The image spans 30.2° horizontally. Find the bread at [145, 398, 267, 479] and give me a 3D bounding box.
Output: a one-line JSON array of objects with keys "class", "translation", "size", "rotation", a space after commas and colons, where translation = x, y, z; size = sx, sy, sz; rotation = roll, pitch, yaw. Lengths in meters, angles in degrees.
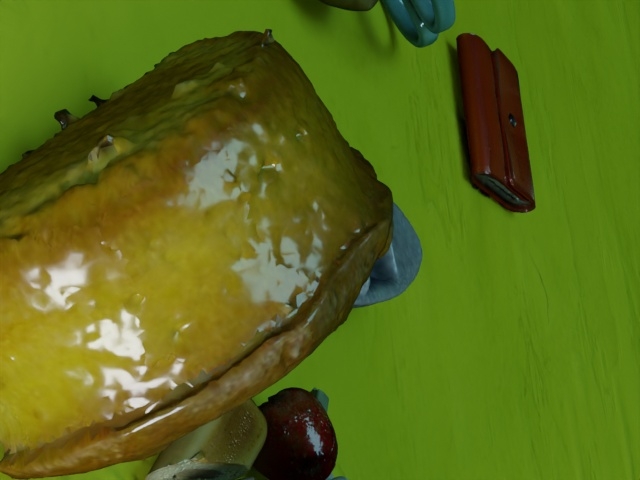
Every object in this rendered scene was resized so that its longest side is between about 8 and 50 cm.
[{"class": "bread", "translation": [-0.079, 0.148, 0.828], "size": [0.062, 0.049, 0.103], "rotation": [52, 35, -17]}]

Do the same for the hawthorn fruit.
[{"class": "hawthorn fruit", "translation": [-0.022, 0.151, 0.898], "size": [0.077, 0.077, 0.077], "rotation": [35, 46, -46]}]

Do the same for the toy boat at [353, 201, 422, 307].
[{"class": "toy boat", "translation": [0.000, 0.000, 1.015], "size": [0.283, 0.078, 0.127], "rotation": [10, 65, -58]}]

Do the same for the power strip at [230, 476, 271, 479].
[{"class": "power strip", "translation": [-0.062, 0.237, 0.779], "size": [0.154, 0.078, 0.154], "rotation": [36, 47, -50]}]

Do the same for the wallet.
[{"class": "wallet", "translation": [0.223, -0.149, 1.501], "size": [0.142, 0.045, 0.204], "rotation": [29, 51, -50]}]

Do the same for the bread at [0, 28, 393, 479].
[{"class": "bread", "translation": [-0.072, -0.011, 0.733], "size": [0.340, 0.179, 0.194], "rotation": [-46, 113, -40]}]

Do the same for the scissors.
[{"class": "scissors", "translation": [0.020, -0.414, 1.269], "size": [0.447, 0.029, 0.192], "rotation": [62, -6, -1]}]

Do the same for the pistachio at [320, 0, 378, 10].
[{"class": "pistachio", "translation": [0.015, -0.317, 1.187], "size": [0.186, 0.108, 0.126], "rotation": [69, 16, 12]}]

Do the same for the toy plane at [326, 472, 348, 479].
[{"class": "toy plane", "translation": [0.061, 0.286, 0.931], "size": [0.244, 0.117, 0.245], "rotation": [34, 35, -28]}]

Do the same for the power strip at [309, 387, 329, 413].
[{"class": "power strip", "translation": [-0.011, 0.154, 0.963], "size": [0.017, 0.027, 0.083], "rotation": [48, 36, -35]}]
